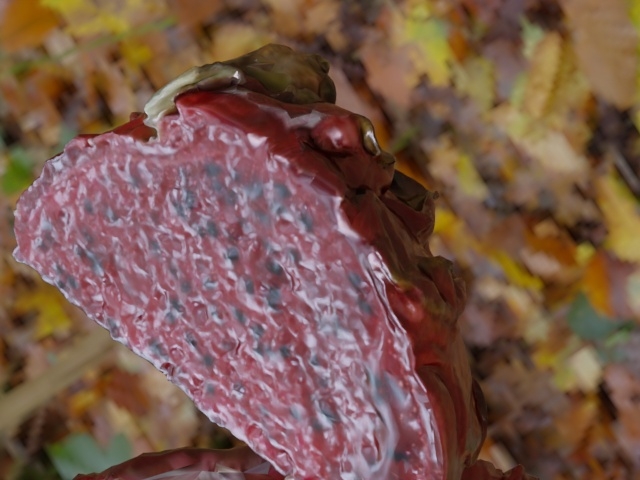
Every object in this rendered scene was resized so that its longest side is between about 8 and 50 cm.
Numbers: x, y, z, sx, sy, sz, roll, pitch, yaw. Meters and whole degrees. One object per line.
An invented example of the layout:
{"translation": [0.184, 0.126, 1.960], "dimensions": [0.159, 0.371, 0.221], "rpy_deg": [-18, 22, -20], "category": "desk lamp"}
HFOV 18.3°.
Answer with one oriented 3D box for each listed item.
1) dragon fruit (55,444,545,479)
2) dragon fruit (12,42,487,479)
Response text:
{"translation": [-0.025, 0.176, 0.753], "dimensions": [0.205, 0.317, 0.152], "rpy_deg": [87, 170, -59], "category": "dragon fruit"}
{"translation": [0.000, 0.000, 0.547], "dimensions": [0.162, 0.083, 0.106], "rpy_deg": [40, 138, 24], "category": "dragon fruit"}
